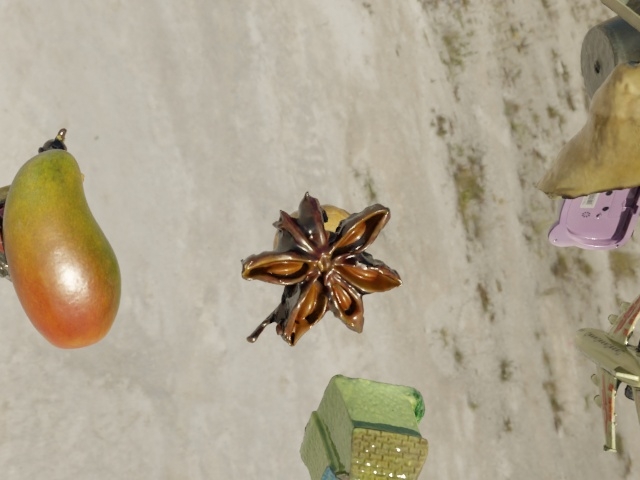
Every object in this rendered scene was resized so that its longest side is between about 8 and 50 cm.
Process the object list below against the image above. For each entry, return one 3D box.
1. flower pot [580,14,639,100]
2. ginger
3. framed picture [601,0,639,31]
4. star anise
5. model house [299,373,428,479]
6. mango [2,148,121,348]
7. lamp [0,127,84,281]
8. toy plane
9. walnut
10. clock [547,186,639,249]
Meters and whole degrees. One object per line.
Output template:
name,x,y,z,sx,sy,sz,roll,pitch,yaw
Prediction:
flower pot,0.553,-0.315,1.237,0.235,0.148,0.235,169,-90,-88
ginger,0.281,-0.104,0.679,0.123,0.193,0.115,54,37,-17
framed picture,0.481,-0.294,0.814,0.019,0.209,0.281,-4,46,-39
star anise,-0.001,0.030,0.955,0.126,0.220,0.190,-124,-148,-68
model house,0.080,0.364,1.137,0.195,0.214,0.189,16,24,-15
mango,-0.378,0.020,1.019,0.129,0.146,0.289,-160,-130,-72
lamp,-0.446,-0.057,1.111,0.118,0.118,0.253,53,54,-32
toy plane,0.428,0.169,1.007,0.256,0.104,0.242,-23,125,-78
walnut,0.000,0.000,1.377,0.144,0.180,0.144,46,37,-50
clock,0.351,-0.055,0.904,0.153,0.110,0.050,85,5,-47
